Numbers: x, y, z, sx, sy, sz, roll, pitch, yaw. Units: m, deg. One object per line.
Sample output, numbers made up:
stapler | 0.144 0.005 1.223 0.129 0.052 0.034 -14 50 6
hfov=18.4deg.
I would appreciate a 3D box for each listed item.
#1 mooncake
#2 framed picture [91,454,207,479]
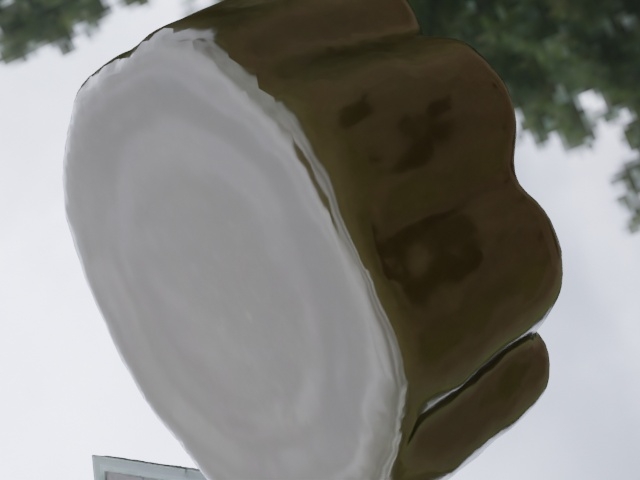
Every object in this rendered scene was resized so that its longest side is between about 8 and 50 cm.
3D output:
mooncake | 0.000 0.000 1.372 0.200 0.378 0.378 -26 -86 -34
framed picture | -0.133 0.353 1.963 0.016 0.216 0.273 -17 -73 -52
